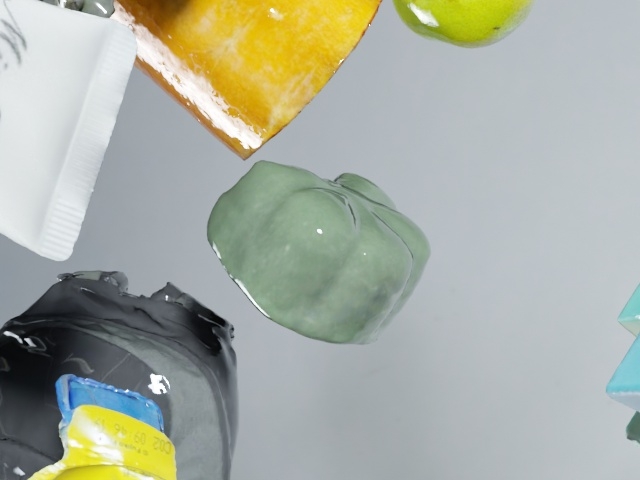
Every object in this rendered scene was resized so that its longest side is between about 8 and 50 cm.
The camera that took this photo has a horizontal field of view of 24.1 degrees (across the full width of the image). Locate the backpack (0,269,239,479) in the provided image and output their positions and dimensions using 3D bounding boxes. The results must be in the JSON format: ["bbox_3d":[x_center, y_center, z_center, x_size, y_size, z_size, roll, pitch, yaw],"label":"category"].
[{"bbox_3d":[-0.222,0.253,1.482,0.363,0.255,0.446,18,100,24],"label":"backpack"}]

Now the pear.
[{"bbox_3d":[0.186,-0.304,1.776,0.180,0.216,0.166,-2,84,42],"label":"pear"}]

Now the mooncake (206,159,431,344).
[{"bbox_3d":[0.000,0.000,1.178,0.168,0.175,0.104,30,110,0],"label":"mooncake"}]

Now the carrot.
[{"bbox_3d":[-0.096,-0.224,1.227,0.331,0.214,0.193,41,105,9],"label":"carrot"}]

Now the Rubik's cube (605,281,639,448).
[{"bbox_3d":[0.320,0.068,0.917,0.213,0.265,0.224,-54,11,-16],"label":"Rubik's cube"}]

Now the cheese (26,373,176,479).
[{"bbox_3d":[-0.133,0.190,1.038,0.069,0.177,0.270,-55,30,27],"label":"cheese"}]

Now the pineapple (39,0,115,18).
[{"bbox_3d":[-0.156,-0.260,0.952,0.223,0.223,0.357,55,131,29],"label":"pineapple"}]

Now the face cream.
[{"bbox_3d":[-0.253,-0.105,0.777,0.089,0.314,0.143,-13,59,58],"label":"face cream"}]
